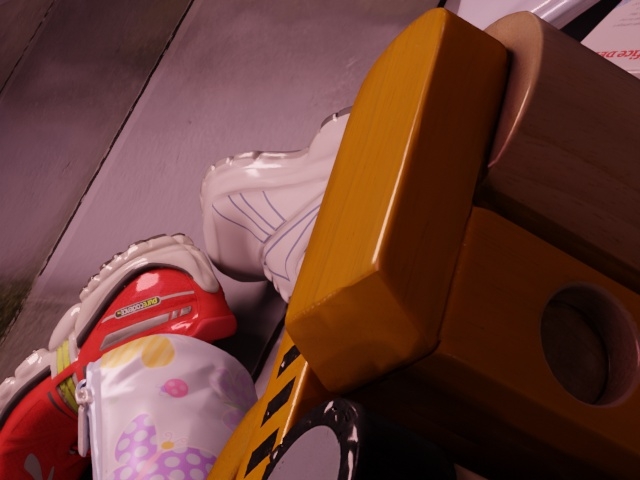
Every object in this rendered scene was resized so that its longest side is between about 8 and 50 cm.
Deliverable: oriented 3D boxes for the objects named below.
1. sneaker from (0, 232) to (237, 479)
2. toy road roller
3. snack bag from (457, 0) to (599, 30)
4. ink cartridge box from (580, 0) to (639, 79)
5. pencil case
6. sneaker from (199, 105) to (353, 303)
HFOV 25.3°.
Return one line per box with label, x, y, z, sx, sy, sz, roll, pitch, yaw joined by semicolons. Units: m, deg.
sneaker;-0.159;0.122;1.053;0.118;0.107;0.279;52;122;27
toy road roller;0.056;0.084;0.660;0.240;0.202;0.330;-32;35;56
snack bag;0.220;-0.255;0.888;0.323;0.037;0.342;-32;26;35
ink cartridge box;0.197;-0.108;0.760;0.122;0.052;0.088;-44;24;-19
pencil case;-0.090;0.177;0.857;0.113;0.124;0.273;-42;31;23
sneaker;0.000;0.000;0.931;0.297;0.111;0.129;-21;67;61
